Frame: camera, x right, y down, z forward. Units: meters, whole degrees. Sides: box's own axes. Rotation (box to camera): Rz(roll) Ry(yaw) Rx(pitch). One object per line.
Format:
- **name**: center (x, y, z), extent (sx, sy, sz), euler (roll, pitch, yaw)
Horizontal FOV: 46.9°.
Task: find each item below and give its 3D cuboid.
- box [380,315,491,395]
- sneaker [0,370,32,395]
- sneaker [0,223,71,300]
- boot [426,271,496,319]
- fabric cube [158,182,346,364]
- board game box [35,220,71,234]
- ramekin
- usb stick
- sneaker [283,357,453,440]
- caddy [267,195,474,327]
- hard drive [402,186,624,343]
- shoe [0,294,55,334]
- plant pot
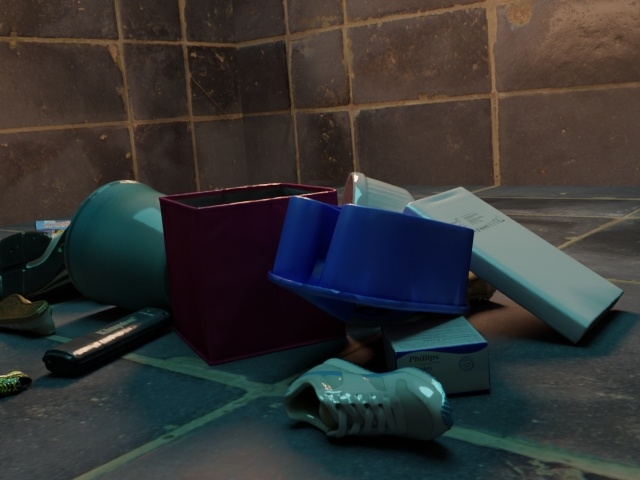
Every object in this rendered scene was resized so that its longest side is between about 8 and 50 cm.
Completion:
- **box**: center (0.158, 0.161, 1.032), extent (0.126, 0.072, 0.137), euler (-6, 9, -2)
- **sneaker**: center (-0.472, 0.216, 1.108), extent (0.035, 0.031, 0.083), euler (1, 11, 27)
- **sneaker**: center (-0.589, 0.072, 1.794), extent (0.447, 0.169, 0.257), euler (-19, -25, 12)
- **boot**: center (0.263, 0.095, 1.380), extent (0.165, 0.077, 0.213), euler (-5, 10, -20)
- **fabric cube**: center (-0.123, 0.043, 1.307), extent (0.259, 0.258, 0.254), euler (-9, 10, -25)
- **board game box**: center (-0.616, 0.009, 1.869), extent (0.201, 0.136, 0.035), euler (-1, 44, -25)
- **ramekin**: center (0.100, 0.010, 1.414), extent (0.127, 0.273, 0.273), euler (7, 9, -4)
- **usb stick**: center (-0.362, 0.171, 1.285), extent (0.077, 0.045, 0.278), euler (-1, 10, 24)
- **sneaker**: center (0.054, 0.198, 0.868), extent (0.092, 0.087, 0.229), euler (-23, 12, -41)
- **caddy**: center (0.082, 0.045, 1.119), extent (0.341, 0.179, 0.241), euler (9, 3, -44)
- **hard drive**: center (0.335, 0.029, 1.287), extent (0.353, 0.047, 0.233), euler (36, 29, 24)
- **shoe**: center (-0.598, 0.155, 1.479), extent (0.219, 0.058, 0.076), euler (0, 41, 45)
- **plant pot**: center (-0.333, 0.030, 1.512), extent (0.255, 0.271, 0.272), euler (15, 19, 36)
